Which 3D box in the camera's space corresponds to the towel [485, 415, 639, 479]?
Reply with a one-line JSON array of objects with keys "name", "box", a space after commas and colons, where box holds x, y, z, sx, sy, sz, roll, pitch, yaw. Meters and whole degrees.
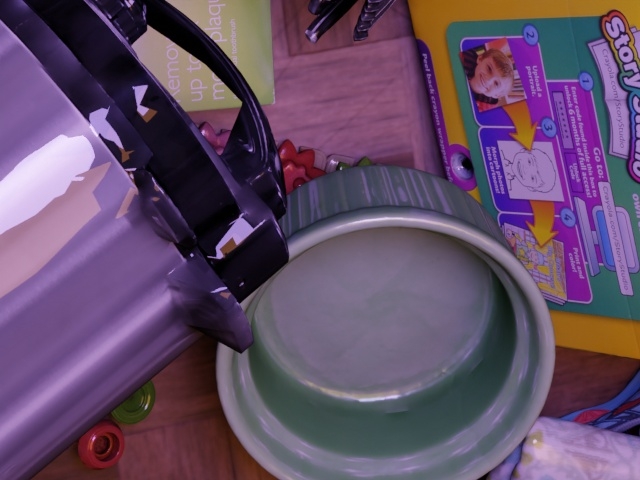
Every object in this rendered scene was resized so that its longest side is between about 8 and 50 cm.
[{"name": "towel", "box": [0.278, 0.341, 1.954, 0.321, 0.090, 0.374, 11, 125, -19]}]

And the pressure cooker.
[{"name": "pressure cooker", "box": [-0.244, -0.024, 1.514, 0.420, 0.375, 0.370, -41, 105, -12]}]

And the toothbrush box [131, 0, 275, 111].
[{"name": "toothbrush box", "box": [-0.193, -0.215, 1.759, 0.283, 0.122, 0.206, -5, 102, -15]}]

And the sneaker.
[{"name": "sneaker", "box": [0.340, 0.196, 2.000, 0.262, 0.125, 0.104, -32, 109, -9]}]

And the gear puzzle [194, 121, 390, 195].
[{"name": "gear puzzle", "box": [0.000, 0.000, 1.900, 0.339, 0.044, 0.175, 11, 97, -19]}]

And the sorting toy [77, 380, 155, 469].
[{"name": "sorting toy", "box": [-0.203, 0.165, 1.878, 0.061, 0.042, 0.102, 38, 76, -35]}]

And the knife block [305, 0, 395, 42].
[{"name": "knife block", "box": [0.032, -0.304, 1.739, 0.242, 0.088, 0.275, 1, 61, -15]}]

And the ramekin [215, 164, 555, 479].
[{"name": "ramekin", "box": [0.054, 0.078, 1.816, 0.303, 0.148, 0.303, -2, 118, -4]}]

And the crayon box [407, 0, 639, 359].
[{"name": "crayon box", "box": [0.249, -0.080, 1.812, 0.106, 0.313, 0.363, -24, 108, -35]}]
